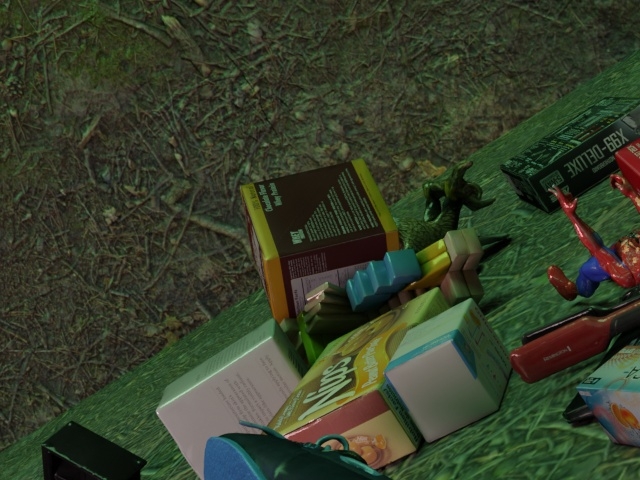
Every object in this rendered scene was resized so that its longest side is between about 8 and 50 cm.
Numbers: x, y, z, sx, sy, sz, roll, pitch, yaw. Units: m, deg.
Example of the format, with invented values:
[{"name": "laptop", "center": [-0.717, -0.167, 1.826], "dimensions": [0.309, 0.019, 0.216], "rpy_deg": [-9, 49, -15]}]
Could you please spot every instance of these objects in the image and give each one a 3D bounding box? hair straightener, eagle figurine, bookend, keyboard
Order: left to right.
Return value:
[{"name": "bookend", "center": [-0.358, 0.392, 1.853], "dimensions": [0.072, 0.156, 0.157], "rpy_deg": [-40, -35, -47]}, {"name": "eagle figurine", "center": [0.147, 0.029, 1.875], "dimensions": [0.298, 0.225, 0.226], "rpy_deg": [-65, -30, -14]}, {"name": "hair straightener", "center": [0.288, 0.061, 1.121], "dimensions": [0.230, 0.047, 0.089], "rpy_deg": [-37, 2, 32]}, {"name": "keyboard", "center": [0.295, 0.102, 1.057], "dimensions": [0.108, 0.023, 0.180], "rpy_deg": [-37, 3, 45]}]

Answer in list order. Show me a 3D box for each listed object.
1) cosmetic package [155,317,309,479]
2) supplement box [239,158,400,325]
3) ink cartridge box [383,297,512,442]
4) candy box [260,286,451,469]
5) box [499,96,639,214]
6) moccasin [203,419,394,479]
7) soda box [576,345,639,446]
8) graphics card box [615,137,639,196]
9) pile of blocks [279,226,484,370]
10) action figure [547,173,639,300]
[{"name": "cosmetic package", "center": [-0.098, 0.222, 1.549], "dimensions": [0.184, 0.151, 0.151], "rpy_deg": [-32, 6, 2]}, {"name": "supplement box", "center": [0.000, 0.000, 1.720], "dimensions": [0.194, 0.129, 0.191], "rpy_deg": [-13, 39, -7]}, {"name": "ink cartridge box", "center": [0.143, 0.134, 1.262], "dimensions": [0.090, 0.092, 0.143], "rpy_deg": [-30, 7, 24]}, {"name": "candy box", "center": [0.055, 0.179, 1.388], "dimensions": [0.183, 0.087, 0.316], "rpy_deg": [-31, 7, 24]}, {"name": "box", "center": [0.453, -0.156, 2.036], "dimensions": [0.242, 0.076, 0.307], "rpy_deg": [-33, 6, 3]}, {"name": "moccasin", "center": [0.003, 0.247, 1.024], "dimensions": [0.117, 0.137, 0.342], "rpy_deg": [-8, 12, -28]}, {"name": "soda box", "center": [0.271, 0.118, 0.870], "dimensions": [0.063, 0.058, 0.183], "rpy_deg": [-35, 5, -17]}, {"name": "graphics card box", "center": [0.514, -0.126, 1.224], "dimensions": [0.371, 0.094, 0.233], "rpy_deg": [-31, 16, 9]}, {"name": "pile of blocks", "center": [0.076, 0.114, 1.615], "dimensions": [0.362, 0.112, 0.149], "rpy_deg": [-36, -35, 27]}, {"name": "action figure", "center": [0.294, -0.011, 1.231], "dimensions": [0.091, 0.139, 0.280], "rpy_deg": [-31, -1, -7]}]
